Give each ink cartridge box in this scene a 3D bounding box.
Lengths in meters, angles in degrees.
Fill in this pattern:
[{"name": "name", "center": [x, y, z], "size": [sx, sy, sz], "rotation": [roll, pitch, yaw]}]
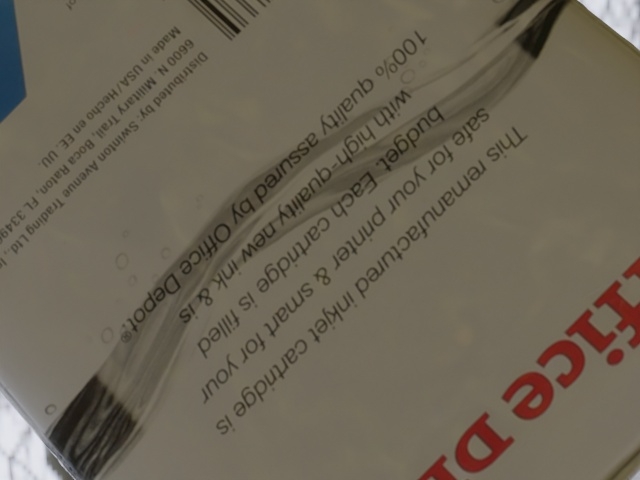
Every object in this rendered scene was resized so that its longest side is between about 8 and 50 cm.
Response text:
[{"name": "ink cartridge box", "center": [0.000, 0.000, 0.815], "size": [0.285, 0.166, 0.395], "rotation": [-45, -116, -1]}]
